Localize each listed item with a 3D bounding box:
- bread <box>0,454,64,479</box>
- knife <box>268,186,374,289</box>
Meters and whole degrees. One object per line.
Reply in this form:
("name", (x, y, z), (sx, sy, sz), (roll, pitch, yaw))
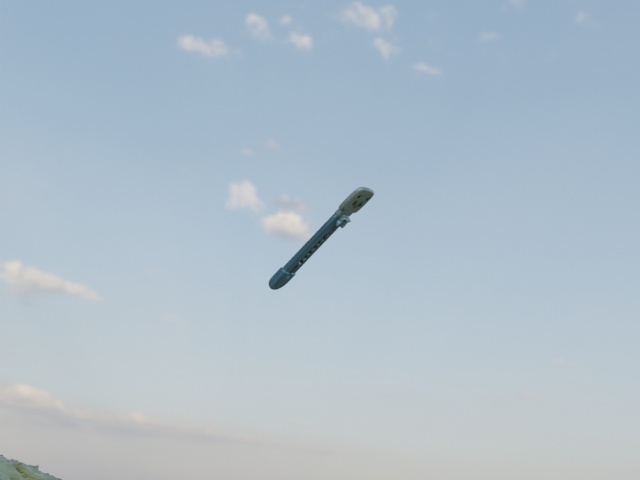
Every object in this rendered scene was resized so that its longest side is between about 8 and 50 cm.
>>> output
("bread", (-0.212, 0.199, 0.694), (0.156, 0.103, 0.110), (22, -9, 5))
("knife", (0.000, 0.000, 0.702), (0.096, 0.010, 0.027), (-45, -21, 15))
